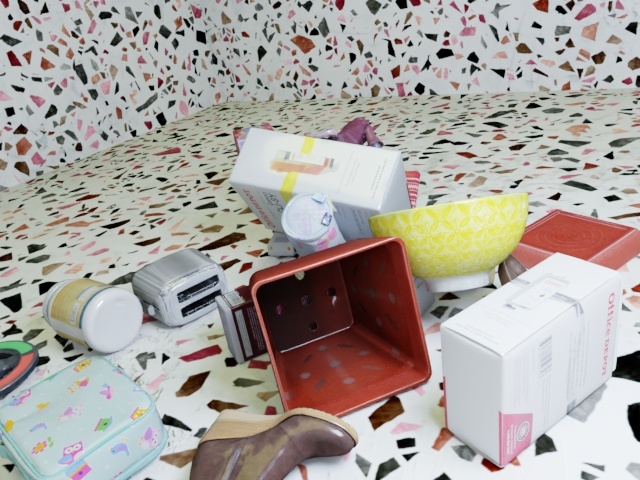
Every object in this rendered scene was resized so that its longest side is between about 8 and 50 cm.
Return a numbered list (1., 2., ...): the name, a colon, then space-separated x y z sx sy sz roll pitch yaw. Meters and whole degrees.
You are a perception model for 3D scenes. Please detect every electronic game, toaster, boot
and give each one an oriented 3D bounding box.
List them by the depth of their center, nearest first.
1. boot: -0.078 0.351 0.862 0.248 0.090 0.207 -1 38 17
2. electronic game: -0.722 0.286 1.260 0.229 0.048 0.229 -9 24 4
3. toaster: -0.320 0.108 1.396 0.227 0.129 0.146 -26 32 -34

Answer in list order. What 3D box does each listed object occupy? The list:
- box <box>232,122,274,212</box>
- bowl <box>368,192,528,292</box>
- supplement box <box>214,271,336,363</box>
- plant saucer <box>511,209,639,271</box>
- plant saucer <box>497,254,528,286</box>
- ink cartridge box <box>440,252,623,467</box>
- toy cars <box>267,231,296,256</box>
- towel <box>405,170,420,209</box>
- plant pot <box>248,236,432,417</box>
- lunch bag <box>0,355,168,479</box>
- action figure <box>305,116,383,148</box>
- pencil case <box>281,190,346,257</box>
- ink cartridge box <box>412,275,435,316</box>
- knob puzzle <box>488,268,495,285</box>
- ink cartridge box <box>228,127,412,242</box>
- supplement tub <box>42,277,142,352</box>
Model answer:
1. box: -0.195 -0.237 1.928 0.128 0.257 0.123 -14 27 -8
2. bowl: 0.242 0.010 1.087 0.289 0.156 0.289 -9 1 0
3. supplement box: -0.084 0.143 1.220 0.239 0.130 0.073 -19 26 -20
4. plant saucer: 0.576 0.003 1.364 0.259 0.048 0.258 -24 28 -29
5. plant saucer: 0.386 0.102 1.121 0.029 0.168 0.168 -36 13 27
6. ink cartridge box: 0.325 0.172 0.904 0.283 0.207 0.117 -24 30 -29
7. toy cars: 0.013 -0.065 1.678 0.393 0.087 0.176 -20 26 -20
8. towel: 0.162 -0.093 1.612 0.198 0.031 0.275 4 53 15
9. plant pot: 0.009 0.137 1.073 0.267 0.267 0.235 -17 14 -15
10. lunch bag: -0.410 0.319 0.995 0.224 0.108 0.279 -34 32 -33
11. action figure: 0.079 -0.344 2.065 0.248 0.276 0.370 3 41 39
12. pencil case: 0.000 0.000 1.328 0.113 0.273 0.124 11 66 20
13. ink cartridge box: 0.136 0.091 1.247 0.176 0.127 0.128 7 29 35
14. knob puzzle: 0.308 0.040 1.333 0.213 0.030 0.213 7 47 -8
15. ink cartridge box: 0.010 -0.113 1.452 0.384 0.279 0.160 13 70 21
16. supplement tub: -0.516 0.163 1.328 0.199 0.144 0.144 9 31 35
